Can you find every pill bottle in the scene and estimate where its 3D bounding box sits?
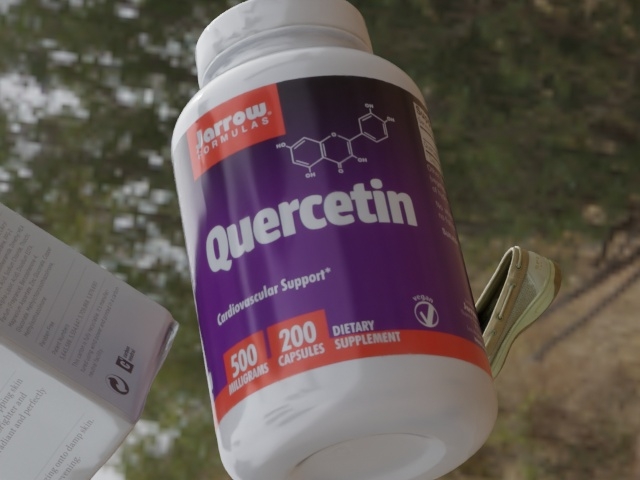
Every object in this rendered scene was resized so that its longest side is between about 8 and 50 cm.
[{"bbox_3d":[0.000,0.000,1.194,0.181,0.181,0.323,93,166,-63],"label":"pill bottle"}]

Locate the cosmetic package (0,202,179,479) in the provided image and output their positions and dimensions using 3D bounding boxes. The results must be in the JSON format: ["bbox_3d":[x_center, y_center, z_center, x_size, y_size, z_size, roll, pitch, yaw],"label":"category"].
[{"bbox_3d":[-0.322,0.055,1.231,0.217,0.385,0.156,-49,11,25],"label":"cosmetic package"}]

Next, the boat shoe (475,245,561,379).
[{"bbox_3d":[0.128,0.069,1.409,0.153,0.048,0.056,-52,26,27],"label":"boat shoe"}]
